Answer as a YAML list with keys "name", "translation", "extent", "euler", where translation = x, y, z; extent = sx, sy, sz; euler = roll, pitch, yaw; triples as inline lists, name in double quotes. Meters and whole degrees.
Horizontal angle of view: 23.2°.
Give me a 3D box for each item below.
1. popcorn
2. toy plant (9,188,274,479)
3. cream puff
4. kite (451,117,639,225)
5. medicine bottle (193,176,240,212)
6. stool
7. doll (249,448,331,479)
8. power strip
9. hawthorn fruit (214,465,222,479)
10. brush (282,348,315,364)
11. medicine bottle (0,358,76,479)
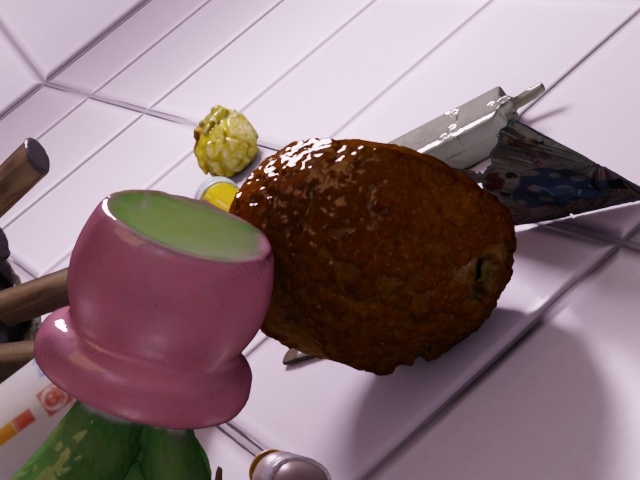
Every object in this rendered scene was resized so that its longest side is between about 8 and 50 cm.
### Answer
- name: "popcorn"
  translation: [-0.152, -0.154, 2.428]
  extent: [0.116, 0.106, 0.120]
  euler: [-7, 34, 33]
- name: "toy plant"
  translation: [-0.157, 0.137, 1.501]
  extent: [0.211, 0.356, 0.317]
  euler: [19, 15, 27]
- name: "cream puff"
  translation: [0.040, 0.027, 1.581]
  extent: [0.303, 0.303, 0.212]
  euler: [-4, 65, 53]
- name: "kite"
  translation: [0.191, -0.059, 1.621]
  extent: [0.335, 0.314, 0.011]
  euler: [99, 177, -71]
- name: "medicine bottle"
  translation: [-0.112, -0.034, 2.175]
  extent: [0.074, 0.074, 0.218]
  euler: [-39, 23, -9]
- name: "stool"
  translation: [-0.444, 0.054, 2.168]
  extent: [0.226, 0.310, 0.310]
  euler: [-27, 26, 21]
- name: "doll"
  translation: [-0.031, 0.248, 1.510]
  extent: [0.127, 0.073, 0.084]
  euler: [17, 89, 68]
- name: "power strip"
  translation: [0.160, -0.124, 1.982]
  extent: [0.288, 0.053, 0.093]
  euler: [-26, 23, 23]
- name: "hawthorn fruit"
  translation: [-0.096, 0.286, 1.385]
  extent: [0.148, 0.148, 0.172]
  euler: [5, 83, 58]
- name: "brush"
  translation: [0.029, 0.103, 1.753]
  extent: [0.190, 0.027, 0.034]
  euler: [-20, 25, 36]
- name: "medicine bottle"
  translation: [-0.284, 0.205, 1.811]
  extent: [0.293, 0.170, 0.170]
  euler: [-38, 22, -3]
